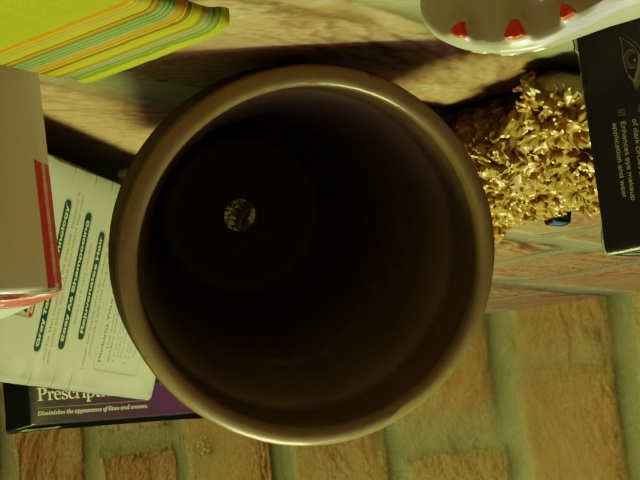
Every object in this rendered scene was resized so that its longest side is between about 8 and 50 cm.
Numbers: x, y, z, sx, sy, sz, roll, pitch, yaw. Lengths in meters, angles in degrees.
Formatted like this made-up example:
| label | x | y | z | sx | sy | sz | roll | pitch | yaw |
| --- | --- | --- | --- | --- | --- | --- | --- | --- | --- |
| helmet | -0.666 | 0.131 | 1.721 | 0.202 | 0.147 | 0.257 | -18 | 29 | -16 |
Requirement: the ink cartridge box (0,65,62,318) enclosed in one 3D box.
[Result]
| label | x | y | z | sx | sy | sz | roll | pitch | yaw |
| --- | --- | --- | --- | --- | --- | --- | --- | --- | --- |
| ink cartridge box | -0.250 | -0.024 | 1.238 | 0.092 | 0.159 | 0.218 | -4 | 172 | -26 |

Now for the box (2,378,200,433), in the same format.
| label | x | y | z | sx | sy | sz | roll | pitch | yaw |
| --- | --- | --- | --- | --- | --- | --- | --- | --- | --- |
| box | -0.244 | 0.126 | 2.286 | 0.261 | 0.184 | 0.103 | -2 | 169 | -28 |

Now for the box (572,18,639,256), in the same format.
| label | x | y | z | sx | sy | sz | roll | pitch | yaw |
| --- | --- | --- | --- | --- | --- | --- | --- | --- | --- |
| box | 0.265 | -0.077 | 1.269 | 0.158 | 0.156 | 0.093 | -11 | 172 | 33 |

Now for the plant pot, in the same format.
| label | x | y | z | sx | sy | sz | roll | pitch | yaw |
| --- | --- | --- | --- | --- | --- | --- | --- | --- | --- |
| plant pot | -0.032 | -0.005 | 1.385 | 0.263 | 0.263 | 0.229 | -4 | -170 | -13 |

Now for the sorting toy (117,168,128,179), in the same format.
| label | x | y | z | sx | sy | sz | roll | pitch | yaw |
| --- | --- | --- | --- | --- | --- | --- | --- | --- | --- |
| sorting toy | -0.131 | -0.050 | 1.606 | 0.075 | 0.045 | 0.083 | 4 | 179 | 0 |

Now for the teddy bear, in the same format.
| label | x | y | z | sx | sy | sz | roll | pitch | yaw |
| --- | --- | --- | --- | --- | --- | --- | --- | --- | --- |
| teddy bear | 0.157 | -0.056 | 1.523 | 0.338 | 0.113 | 0.245 | -13 | 168 | 40 |

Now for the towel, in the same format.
| label | x | y | z | sx | sy | sz | roll | pitch | yaw |
| --- | --- | --- | --- | --- | --- | --- | --- | --- | --- |
| towel | -0.149 | -0.115 | 0.918 | 0.102 | 0.021 | 0.237 | -17 | 166 | 29 |

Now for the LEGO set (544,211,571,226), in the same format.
| label | x | y | z | sx | sy | sz | roll | pitch | yaw |
| --- | --- | --- | --- | --- | --- | --- | --- | --- | --- |
| LEGO set | 0.207 | -0.061 | 1.849 | 0.182 | 0.060 | 0.244 | -8 | 164 | 38 |

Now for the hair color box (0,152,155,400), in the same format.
| label | x | y | z | sx | sy | sz | roll | pitch | yaw |
| --- | --- | --- | --- | --- | --- | --- | --- | --- | --- |
| hair color box | -0.221 | 0.029 | 1.532 | 0.105 | 0.174 | 0.347 | 10 | 175 | 15 |

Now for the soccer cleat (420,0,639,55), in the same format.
| label | x | y | z | sx | sy | sz | roll | pitch | yaw |
| --- | --- | --- | --- | --- | --- | --- | --- | --- | --- |
| soccer cleat | 0.151 | -0.142 | 1.043 | 0.196 | 0.068 | 0.076 | -13 | 173 | 25 |

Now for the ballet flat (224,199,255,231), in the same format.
| label | x | y | z | sx | sy | sz | roll | pitch | yaw |
| --- | --- | --- | --- | --- | --- | --- | --- | --- | --- |
| ballet flat | 0.000 | 0.000 | 1.753 | 0.182 | 0.164 | 0.483 | -24 | 178 | 1 |
